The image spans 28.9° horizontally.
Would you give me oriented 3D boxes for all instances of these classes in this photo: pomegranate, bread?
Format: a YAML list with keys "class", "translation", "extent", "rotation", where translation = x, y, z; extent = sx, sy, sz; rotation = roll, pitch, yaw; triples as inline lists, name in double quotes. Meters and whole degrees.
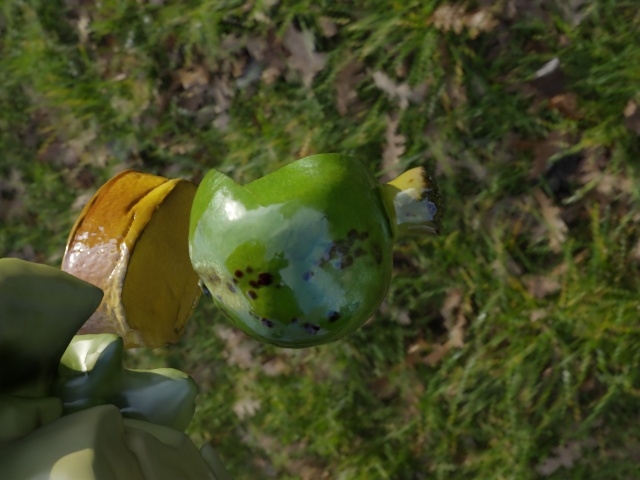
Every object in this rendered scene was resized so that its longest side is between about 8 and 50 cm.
- class: "pomegranate"
  translation: [-0.003, 0.010, 0.819]
  extent: [0.169, 0.122, 0.143]
  rotation: [0, 140, 7]
- class: "bread"
  translation: [-0.246, 0.027, 1.659]
  extent: [0.142, 0.269, 0.195]
  rotation: [2, 141, 29]

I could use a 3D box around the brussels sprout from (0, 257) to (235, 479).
- class: "brussels sprout"
  translation: [-0.191, 0.263, 0.672]
  extent: [0.425, 0.361, 0.342]
  rotation: [62, -171, 29]
